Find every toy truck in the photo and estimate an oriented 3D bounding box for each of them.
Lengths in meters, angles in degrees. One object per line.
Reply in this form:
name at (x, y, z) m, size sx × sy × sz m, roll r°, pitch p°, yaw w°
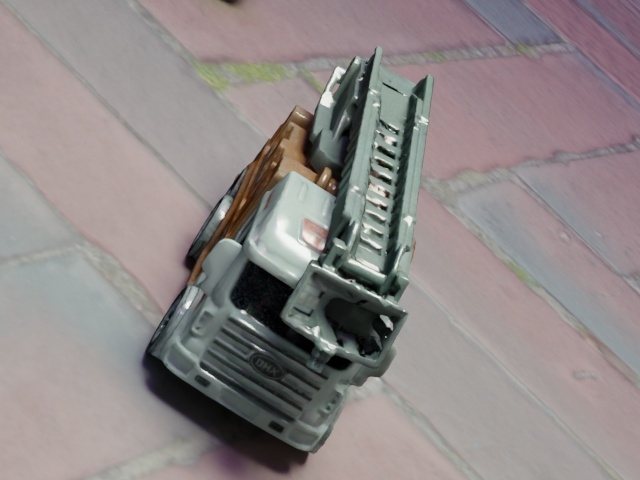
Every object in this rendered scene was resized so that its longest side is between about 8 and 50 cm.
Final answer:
toy truck at (0.000, 0.000, 1.228) m, size 0.133 × 0.184 × 0.338 m, roll 32°, pitch 25°, yaw -7°
